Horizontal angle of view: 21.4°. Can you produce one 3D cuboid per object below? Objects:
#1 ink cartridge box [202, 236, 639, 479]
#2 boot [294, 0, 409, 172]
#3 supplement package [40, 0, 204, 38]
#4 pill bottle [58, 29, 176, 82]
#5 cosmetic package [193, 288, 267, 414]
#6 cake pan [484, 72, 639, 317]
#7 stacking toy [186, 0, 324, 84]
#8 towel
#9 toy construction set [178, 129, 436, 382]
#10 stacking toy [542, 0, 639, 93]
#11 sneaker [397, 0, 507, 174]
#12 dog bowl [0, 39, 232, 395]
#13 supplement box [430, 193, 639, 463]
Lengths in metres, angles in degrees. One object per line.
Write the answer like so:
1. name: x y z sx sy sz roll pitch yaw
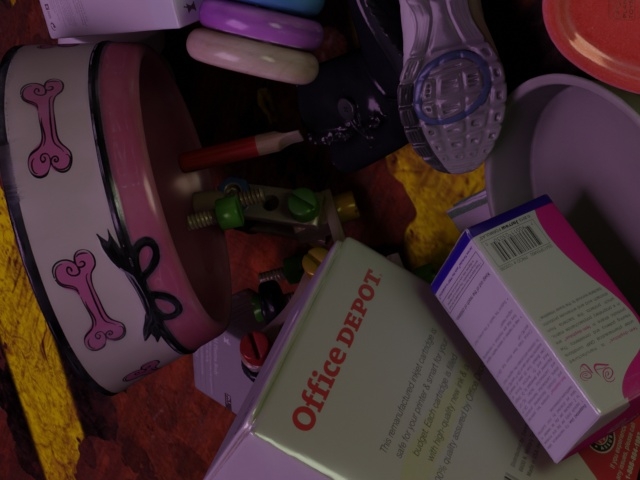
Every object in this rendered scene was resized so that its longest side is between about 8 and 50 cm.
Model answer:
1. ink cartridge box: 0.111 0.216 1.712 0.385 0.279 0.160 32 139 -5
2. boot: 0.039 -0.198 1.817 0.207 0.094 0.246 -13 108 49
3. supplement package: -0.185 -0.353 1.904 0.263 0.198 0.199 4 115 50
4. pill bottle: -0.262 -0.156 2.156 0.162 0.162 0.278 32 134 35
5. cosmetic package: -0.052 0.170 2.157 0.238 0.107 0.127 28 129 42
6. cake pan: 0.275 -0.028 1.646 0.293 0.054 0.293 36 138 42
7. stacking toy: -0.036 -0.334 1.744 0.141 0.141 0.330 20 100 43
8. towel: 0.203 0.014 1.813 0.113 0.023 0.152 -29 89 55
9. toy construction set: 0.000 0.000 1.913 0.257 0.237 0.309 -93 -15 -47
10. stacking toy: 0.327 -0.271 1.363 0.279 0.130 0.309 15 129 13
11. sneaker: 0.127 -0.214 1.684 0.111 0.129 0.297 -5 106 10
12. dog bowl: -0.218 -0.040 1.896 0.408 0.150 0.408 -15 -90 -82
13. supplement box: 0.224 0.085 1.637 0.220 0.111 0.114 55 148 21
